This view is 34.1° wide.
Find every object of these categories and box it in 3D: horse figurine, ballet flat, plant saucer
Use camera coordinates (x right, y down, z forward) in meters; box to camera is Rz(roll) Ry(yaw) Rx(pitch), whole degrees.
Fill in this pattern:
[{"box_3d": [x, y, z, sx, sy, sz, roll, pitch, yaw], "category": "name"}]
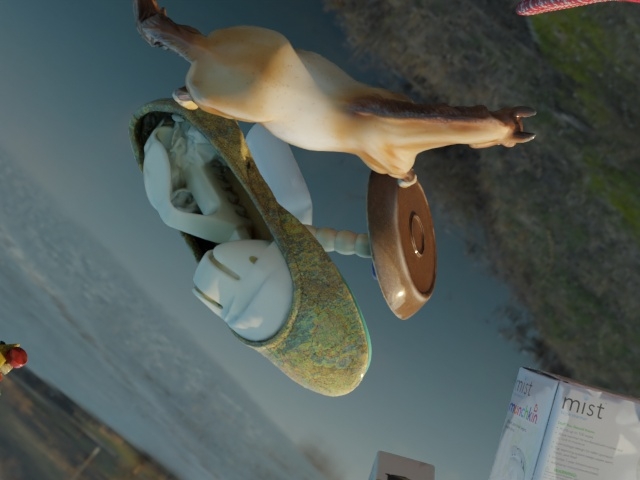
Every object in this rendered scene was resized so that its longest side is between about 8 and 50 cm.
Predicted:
[{"box_3d": [-0.011, -0.092, 0.678, 0.263, 0.066, 0.174, 22, 177, -5], "category": "horse figurine"}, {"box_3d": [-0.082, -0.001, 0.943, 0.349, 0.123, 0.123, 59, 174, 29], "category": "ballet flat"}, {"box_3d": [0.088, -0.004, 1.072, 0.029, 0.168, 0.168, -9, 140, 22], "category": "plant saucer"}]

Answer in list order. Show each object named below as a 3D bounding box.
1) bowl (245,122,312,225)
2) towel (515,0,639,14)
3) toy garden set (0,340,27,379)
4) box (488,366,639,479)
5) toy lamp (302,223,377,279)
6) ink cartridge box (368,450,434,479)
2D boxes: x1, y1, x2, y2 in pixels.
[{"box_3d": [-0.059, -0.072, 1.318, 0.142, 0.053, 0.142, 100, 148, -67], "category": "bowl"}, {"box_3d": [0.328, -0.251, 1.025, 0.275, 0.198, 0.031, -137, 36, -78], "category": "towel"}, {"box_3d": [-0.524, 0.178, 1.351, 0.244, 0.203, 0.049, 13, -129, -53], "category": "toy garden set"}, {"box_3d": [0.343, 0.295, 1.229, 0.261, 0.231, 0.127, 16, 177, -11], "category": "box"}, {"box_3d": [0.000, 0.000, 1.266, 0.274, 0.080, 0.080, 7, 154, 13], "category": "toy lamp"}, {"box_3d": [0.076, 0.336, 1.154, 0.072, 0.127, 0.175, 15, -161, 0], "category": "ink cartridge box"}]
